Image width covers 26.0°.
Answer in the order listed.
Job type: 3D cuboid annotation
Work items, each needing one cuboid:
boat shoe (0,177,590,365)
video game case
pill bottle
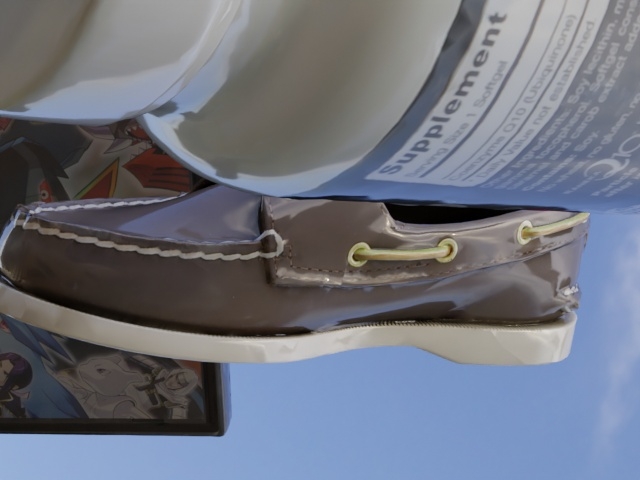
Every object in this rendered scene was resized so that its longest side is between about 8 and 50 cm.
[{"bbox_3d":[0.000,0.000,0.658,0.116,0.324,0.097,33,-66,54],"label":"boat shoe"},{"bbox_3d":[-0.183,-0.015,0.826,0.248,0.035,0.275,0,-75,5],"label":"video game case"},{"bbox_3d":[0.030,-0.091,0.418,0.162,0.278,0.162,-3,-94,51],"label":"pill bottle"}]
